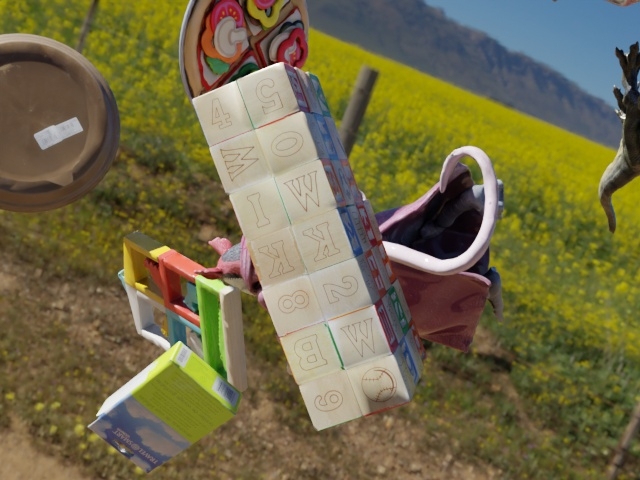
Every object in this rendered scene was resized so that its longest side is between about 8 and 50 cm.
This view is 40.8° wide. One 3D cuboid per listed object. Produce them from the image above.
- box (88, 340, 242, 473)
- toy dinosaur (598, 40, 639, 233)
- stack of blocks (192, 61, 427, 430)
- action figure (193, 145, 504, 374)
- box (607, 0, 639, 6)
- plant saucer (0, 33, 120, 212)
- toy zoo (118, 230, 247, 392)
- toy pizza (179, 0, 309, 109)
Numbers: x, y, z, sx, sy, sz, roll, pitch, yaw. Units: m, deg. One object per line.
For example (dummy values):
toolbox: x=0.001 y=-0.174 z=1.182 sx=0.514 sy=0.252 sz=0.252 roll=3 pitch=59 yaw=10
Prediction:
box: x=-0.195 y=0.212 z=1.074 sx=0.109 sy=0.178 sz=0.042 roll=43 pitch=30 yaw=-15
toy dinosaur: x=0.300 y=-0.107 z=0.801 sx=0.064 sy=0.118 sz=0.268 roll=-3 pitch=-20 yaw=-4
stack of blocks: x=0.000 y=0.000 z=0.783 sx=0.087 sy=0.297 sz=0.171 roll=-20 pitch=1 yaw=13
action figure: x=0.023 y=0.036 z=0.992 sx=0.370 sy=0.248 sz=0.276 roll=0 pitch=-9 yaw=11
box: x=0.280 y=-0.302 z=0.693 sx=0.232 sy=0.149 sz=0.127 roll=-26 pitch=48 yaw=-31
plant saucer: x=-0.436 y=-0.180 z=1.279 sx=0.277 sy=0.278 sz=0.041 roll=19 pitch=-16 yaw=-19
toy zoo: x=-0.229 y=0.104 z=1.357 sx=0.293 sy=0.192 sz=0.030 roll=25 pitch=39 yaw=36
toy pizza: x=-0.073 y=-0.216 z=0.947 sx=0.032 sy=0.201 sz=0.201 roll=23 pitch=9 yaw=34
